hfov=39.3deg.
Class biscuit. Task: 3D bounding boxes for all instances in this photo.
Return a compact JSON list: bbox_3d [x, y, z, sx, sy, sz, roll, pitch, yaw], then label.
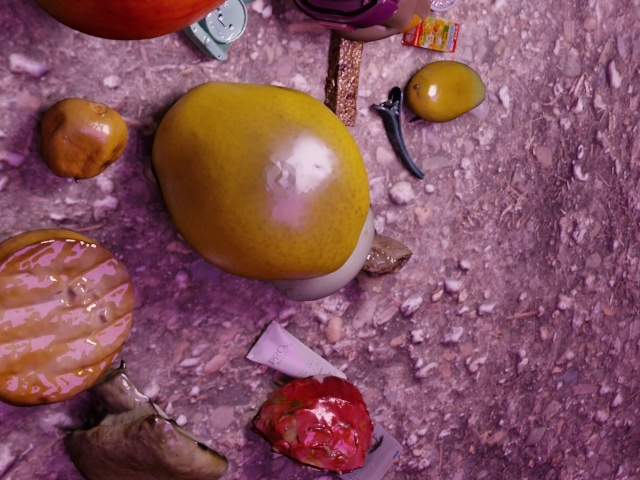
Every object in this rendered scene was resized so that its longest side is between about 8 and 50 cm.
[{"bbox_3d":[-0.441,0.121,1.425,0.296,0.102,0.296,-17,119,-33],"label":"biscuit"},{"bbox_3d":[0.046,-0.316,1.711,0.064,0.034,0.199,-7,109,-38],"label":"biscuit"}]

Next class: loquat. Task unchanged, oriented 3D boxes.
[{"bbox_3d":[-0.368,-0.154,1.381,0.137,0.113,0.137,-30,145,-24],"label":"loquat"}]

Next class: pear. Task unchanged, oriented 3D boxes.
[{"bbox_3d":[-0.083,-0.108,1.472,0.386,0.191,0.340,32,80,-13],"label":"pear"}]

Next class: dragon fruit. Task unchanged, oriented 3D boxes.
[{"bbox_3d":[-0.002,0.364,1.804,0.262,0.163,0.189,9,84,-17],"label":"dragon fruit"}]

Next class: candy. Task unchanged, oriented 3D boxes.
[{"bbox_3d":[0.225,-0.419,1.818,0.122,0.038,0.062,0,106,-39],"label":"candy"}]

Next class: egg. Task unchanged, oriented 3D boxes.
[{"bbox_3d":[0.000,0.000,1.684,0.186,0.187,0.253,43,75,-40],"label":"egg"}]

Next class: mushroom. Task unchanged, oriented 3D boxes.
[{"bbox_3d":[-0.303,0.366,1.548,0.212,0.217,0.292,-38,127,-18],"label":"mushroom"}]

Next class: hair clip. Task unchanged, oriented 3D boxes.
[{"bbox_3d":[0.167,-0.207,1.856,0.070,0.039,0.229,-42,132,-20],"label":"hair clip"}]

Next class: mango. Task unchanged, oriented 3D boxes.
[{"bbox_3d":[0.262,-0.306,1.849,0.195,0.092,0.130,0,93,-35],"label":"mango"}]

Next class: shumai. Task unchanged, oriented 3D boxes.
[{"bbox_3d":[0.111,0.050,1.837,0.146,0.145,0.116,2,111,-40],"label":"shumai"}]

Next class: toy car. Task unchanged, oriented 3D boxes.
[{"bbox_3d":[0.098,-0.514,1.556,0.240,0.271,0.340,-2,107,-58],"label":"toy car"}]

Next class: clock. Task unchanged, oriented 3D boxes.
[{"bbox_3d":[-0.166,-0.380,1.509,0.135,0.041,0.101,-55,131,-10],"label":"clock"}]

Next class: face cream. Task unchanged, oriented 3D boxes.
[{"bbox_3d":[-0.040,0.249,1.835,0.244,0.058,0.092,35,88,-35],"label":"face cream"}]

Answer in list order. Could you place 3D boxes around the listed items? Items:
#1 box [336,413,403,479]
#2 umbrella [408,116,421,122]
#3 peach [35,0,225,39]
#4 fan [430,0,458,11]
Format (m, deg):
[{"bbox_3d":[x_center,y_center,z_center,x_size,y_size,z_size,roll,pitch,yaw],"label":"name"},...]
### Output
[{"bbox_3d":[0.073,0.457,1.992,0.149,0.067,0.233,-50,129,-12],"label":"box"},{"bbox_3d":[0.244,-0.275,1.902,0.149,0.022,0.022,-19,154,-24],"label":"umbrella"},{"bbox_3d":[-0.240,-0.452,1.194,0.388,0.388,0.388,-15,115,-35],"label":"peach"},{"bbox_3d":[0.265,-0.552,1.779,0.244,0.074,0.130,-43,127,-21],"label":"fan"}]
